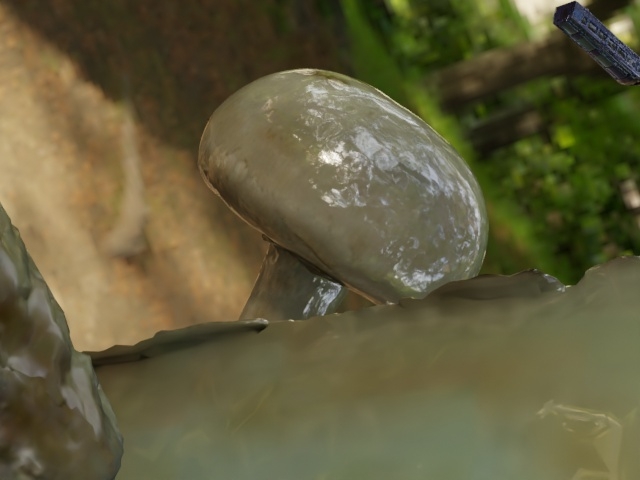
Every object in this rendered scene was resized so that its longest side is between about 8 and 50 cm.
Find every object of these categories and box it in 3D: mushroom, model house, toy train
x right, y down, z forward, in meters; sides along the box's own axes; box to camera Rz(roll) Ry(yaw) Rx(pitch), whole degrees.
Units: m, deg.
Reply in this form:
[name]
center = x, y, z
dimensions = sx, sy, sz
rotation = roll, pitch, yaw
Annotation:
[mushroom]
center = 0.000, 0.000, 1.318
dimensions = 0.207, 0.215, 0.207
rotation = 27, 9, -5
[model house]
center = 0.047, 0.305, 0.808
dimensions = 0.400, 0.395, 0.445
rotation = 60, 25, -43
[toy train]
center = 0.173, -0.115, 1.193
dimensions = 0.083, 0.017, 0.017
rotation = 36, 55, -31

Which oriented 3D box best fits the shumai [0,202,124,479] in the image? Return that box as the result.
[shumai]
center = -0.243, 0.034, 0.672
dimensions = 0.314, 0.262, 0.267
rotation = 48, -16, 16
